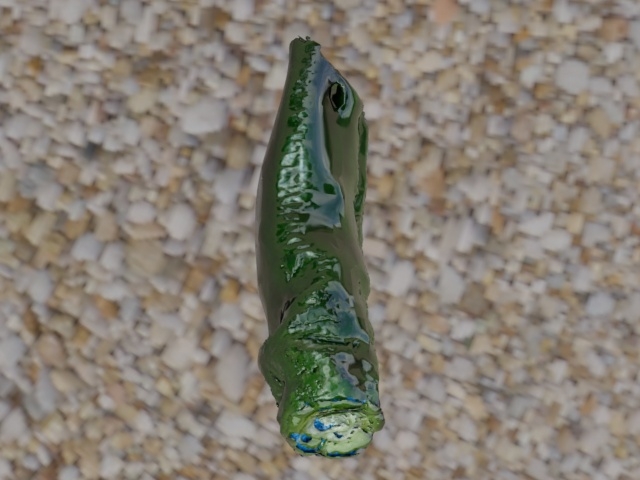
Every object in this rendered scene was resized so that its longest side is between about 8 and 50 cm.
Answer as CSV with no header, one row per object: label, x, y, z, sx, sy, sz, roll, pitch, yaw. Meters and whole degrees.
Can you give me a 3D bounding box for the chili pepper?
chili pepper,-0.002,0.000,0.918,0.061,0.224,0.098,-7,147,5
